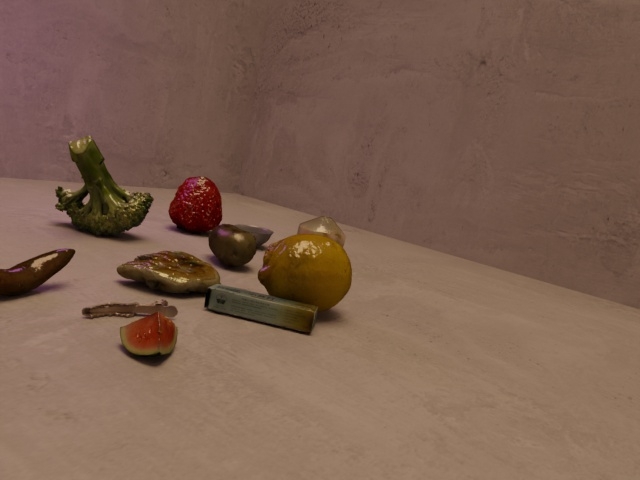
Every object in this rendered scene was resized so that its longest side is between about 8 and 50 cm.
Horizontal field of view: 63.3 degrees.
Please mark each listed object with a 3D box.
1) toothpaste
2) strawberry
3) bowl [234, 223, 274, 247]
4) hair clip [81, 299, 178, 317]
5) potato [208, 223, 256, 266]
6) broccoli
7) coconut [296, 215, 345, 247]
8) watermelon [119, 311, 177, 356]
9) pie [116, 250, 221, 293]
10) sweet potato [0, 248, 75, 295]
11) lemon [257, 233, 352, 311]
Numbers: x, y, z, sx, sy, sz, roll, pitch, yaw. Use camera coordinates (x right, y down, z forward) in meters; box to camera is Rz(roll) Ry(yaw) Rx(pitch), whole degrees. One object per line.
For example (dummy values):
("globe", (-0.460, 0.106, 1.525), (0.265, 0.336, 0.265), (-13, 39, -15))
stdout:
("toothpaste", (-0.167, 0.191, 1.467), (0.313, 0.071, 0.089), (12, 6, 6))
("strawberry", (-0.590, -0.172, 2.477), (0.257, 0.277, 0.257), (10, 13, -2))
("bowl", (-0.316, -0.014, 2.420), (0.189, 0.086, 0.189), (9, 11, -2))
("hair clip", (-0.481, 0.172, 1.308), (0.226, 0.034, 0.072), (4, 9, -30))
("potato", (-0.349, 0.017, 2.009), (0.165, 0.165, 0.262), (4, 10, -38))
("broccoli", (-0.835, -0.194, 2.045), (0.353, 0.397, 0.275), (11, 33, -31))
("coconut", (-0.003, 0.000, 2.295), (0.241, 0.241, 0.241), (11, 10, -2))
("watermelon", (-0.353, 0.200, 1.113), (0.125, 0.094, 0.135), (13, 11, -33))
("pie", (-0.464, 0.096, 1.641), (0.337, 0.075, 0.337), (11, 9, -2))
("sweet potato", (-0.759, 0.081, 1.285), (0.079, 0.108, 0.346), (6, 5, 20))
("lemon", (-0.044, 0.100, 1.594), (0.320, 0.245, 0.245), (1, 13, -31))
